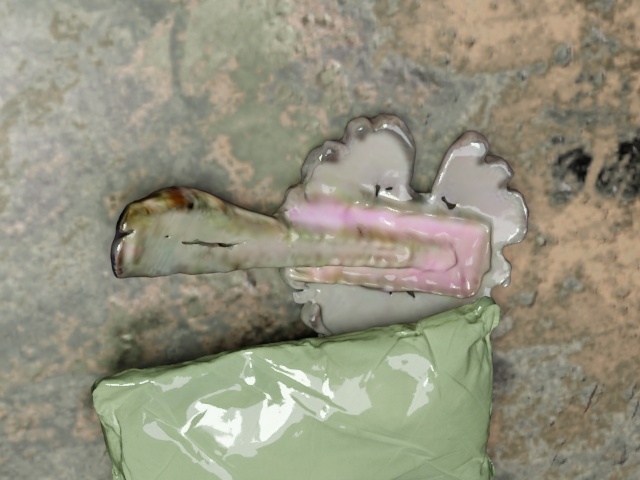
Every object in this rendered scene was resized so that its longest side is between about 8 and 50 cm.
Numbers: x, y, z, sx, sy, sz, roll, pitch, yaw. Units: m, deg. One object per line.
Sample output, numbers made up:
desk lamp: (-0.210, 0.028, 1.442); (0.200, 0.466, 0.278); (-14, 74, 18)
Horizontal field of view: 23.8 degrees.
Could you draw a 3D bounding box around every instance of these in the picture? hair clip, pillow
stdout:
hair clip: (-0.005, -0.003, 1.010); (0.300, 0.069, 0.173); (4, 108, -29)
pillow: (-0.005, 0.187, 1.039); (0.274, 0.076, 0.280); (-9, 119, -11)
